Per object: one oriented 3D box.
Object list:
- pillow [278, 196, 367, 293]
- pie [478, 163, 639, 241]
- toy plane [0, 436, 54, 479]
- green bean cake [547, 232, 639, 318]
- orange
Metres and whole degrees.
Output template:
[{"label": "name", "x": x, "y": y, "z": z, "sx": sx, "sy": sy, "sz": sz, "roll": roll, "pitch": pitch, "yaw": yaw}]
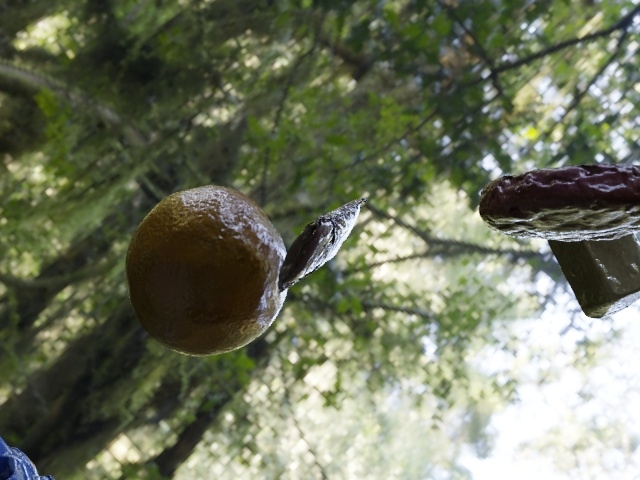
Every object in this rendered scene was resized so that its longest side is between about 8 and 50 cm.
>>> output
[{"label": "pillow", "x": 0.000, "y": 0.000, "z": 1.595, "sx": 0.043, "sy": 0.185, "sz": 0.118, "roll": 34, "pitch": -69, "yaw": 10}, {"label": "pie", "x": 0.232, "y": -0.030, "z": 1.075, "sx": 0.182, "sy": 0.182, "sz": 0.050, "roll": -17, "pitch": -110, "yaw": 57}, {"label": "toy plane", "x": -0.158, "y": 0.176, "z": 0.662, "sx": 0.054, "sy": 0.062, "sz": 0.167, "roll": -28, "pitch": -99, "yaw": 35}, {"label": "green bean cake", "x": 0.387, "y": 0.012, "z": 1.686, "sx": 0.109, "sy": 0.085, "sz": 0.179, "roll": 106, "pitch": -39, "yaw": -67}, {"label": "orange", "x": -0.176, "y": 0.050, "z": 1.829, "sx": 0.264, "sy": 0.264, "sz": 0.264, "roll": 32, "pitch": -34, "yaw": 25}]
